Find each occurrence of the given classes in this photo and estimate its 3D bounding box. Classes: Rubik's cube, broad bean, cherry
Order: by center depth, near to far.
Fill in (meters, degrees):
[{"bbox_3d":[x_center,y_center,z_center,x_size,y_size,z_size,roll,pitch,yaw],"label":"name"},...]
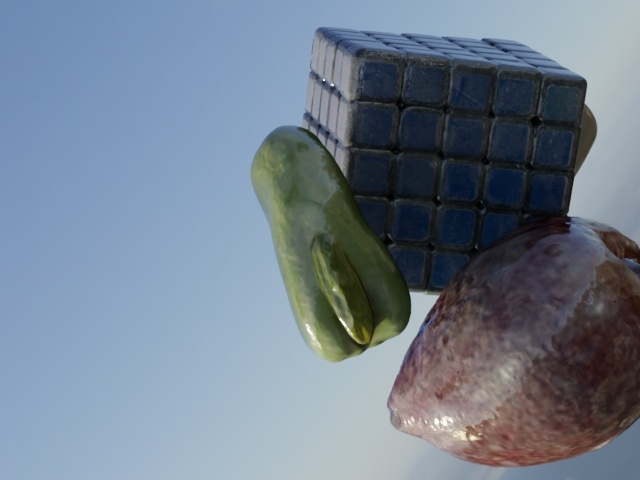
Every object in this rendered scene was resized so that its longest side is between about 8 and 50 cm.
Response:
[{"bbox_3d":[0.000,0.000,1.434,0.100,0.228,0.169,-24,-45,-5],"label":"broad bean"},{"bbox_3d":[0.194,0.095,1.490,0.300,0.203,0.230,-33,19,12],"label":"cherry"},{"bbox_3d":[0.109,-0.083,1.661,0.238,0.237,0.237,-130,46,-72],"label":"Rubik's cube"}]

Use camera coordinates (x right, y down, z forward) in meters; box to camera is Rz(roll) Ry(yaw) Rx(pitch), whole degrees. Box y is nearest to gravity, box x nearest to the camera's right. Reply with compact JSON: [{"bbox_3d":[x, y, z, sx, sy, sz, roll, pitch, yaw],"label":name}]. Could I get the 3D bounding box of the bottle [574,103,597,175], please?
[{"bbox_3d":[0.217,-0.070,1.963,0.236,0.148,0.147,-61,-5,-17],"label":"bottle"}]
